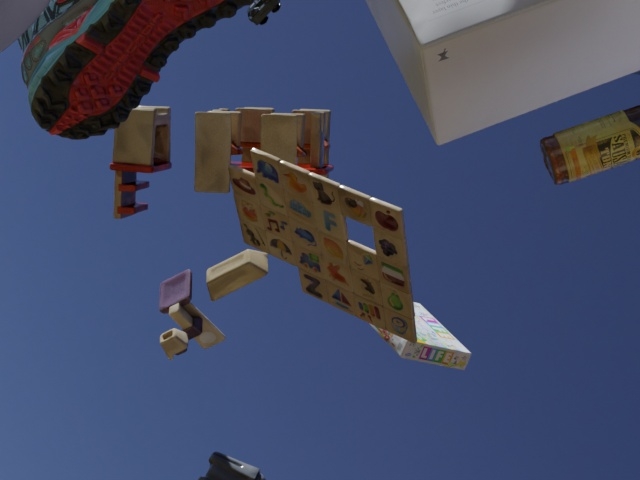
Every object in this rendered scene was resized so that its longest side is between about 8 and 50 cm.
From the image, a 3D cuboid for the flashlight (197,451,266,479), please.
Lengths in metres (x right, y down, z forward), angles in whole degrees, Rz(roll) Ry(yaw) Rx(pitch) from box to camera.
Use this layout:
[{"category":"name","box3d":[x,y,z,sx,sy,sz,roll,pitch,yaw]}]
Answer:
[{"category":"flashlight","box3d":[0.004,0.328,1.663,0.304,0.103,0.103,26,-24,4]}]

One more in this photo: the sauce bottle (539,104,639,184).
[{"category":"sauce bottle","box3d":[0.234,-0.081,1.144,0.042,0.128,0.042,-20,90,-86]}]

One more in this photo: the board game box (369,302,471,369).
[{"category":"board game box","box3d":[0.121,0.119,1.992,0.154,0.103,0.026,45,-63,56]}]

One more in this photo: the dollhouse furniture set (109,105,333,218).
[{"category":"dollhouse furniture set","box3d":[-0.115,-0.091,1.797,0.259,0.262,0.135,3,-83,8]}]

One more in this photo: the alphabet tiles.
[{"category":"alphabet tiles","box3d":[0.000,0.000,1.617,0.237,0.009,0.198,24,-37,30]}]

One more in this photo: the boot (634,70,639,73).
[{"category":"boot","box3d":[0.357,-0.234,1.545,0.112,0.305,0.115,-6,-99,30]}]

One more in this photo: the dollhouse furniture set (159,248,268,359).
[{"category":"dollhouse furniture set","box3d":[-0.086,0.073,1.435,0.114,0.091,0.081,-27,-52,18]}]

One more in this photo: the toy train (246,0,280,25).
[{"category":"toy train","box3d":[-0.032,-0.328,1.836,0.027,0.158,0.036,42,5,-35]}]

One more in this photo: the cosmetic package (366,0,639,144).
[{"category":"cosmetic package","box3d":[0.158,-0.235,1.285,0.138,0.224,0.225,73,-4,-53]}]

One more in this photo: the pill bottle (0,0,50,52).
[{"category":"pill bottle","box3d":[-0.253,-0.203,0.847,0.215,0.117,0.117,43,-29,7]}]

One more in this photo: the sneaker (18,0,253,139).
[{"category":"sneaker","box3d":[-0.136,-0.202,1.102,0.104,0.262,0.125,34,20,-50]}]
